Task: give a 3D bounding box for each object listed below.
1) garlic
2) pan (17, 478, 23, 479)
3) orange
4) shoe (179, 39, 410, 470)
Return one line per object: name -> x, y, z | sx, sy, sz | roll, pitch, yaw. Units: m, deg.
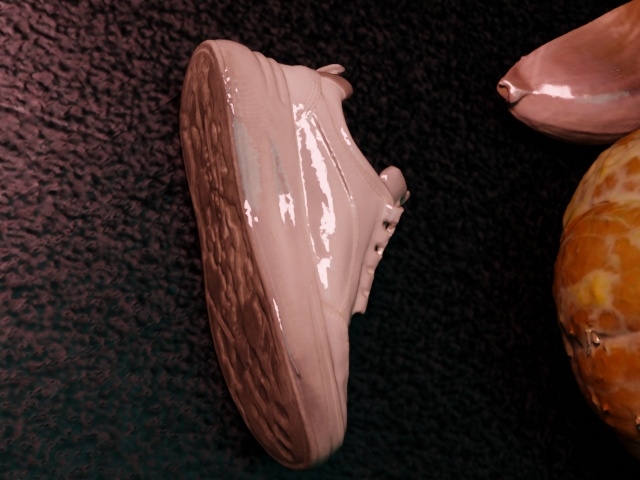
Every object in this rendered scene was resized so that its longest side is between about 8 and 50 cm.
garlic -> 0.242, -0.132, 1.070 | 0.195, 0.087, 0.101 | -30, 78, -20
pan -> -0.166, 0.204, 0.877 | 0.115, 0.023, 0.068 | 40, 70, -10
orange -> 0.340, 0.042, 0.982 | 0.329, 0.249, 0.329 | 5, 75, -19
shoe -> 0.000, 0.000, 0.933 | 0.159, 0.124, 0.316 | -10, 83, -29
